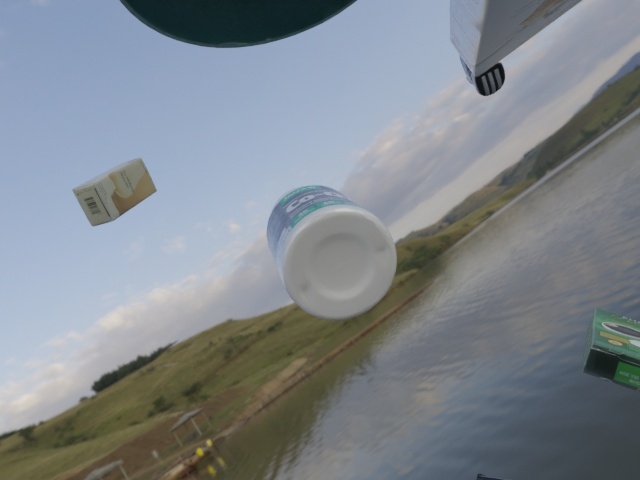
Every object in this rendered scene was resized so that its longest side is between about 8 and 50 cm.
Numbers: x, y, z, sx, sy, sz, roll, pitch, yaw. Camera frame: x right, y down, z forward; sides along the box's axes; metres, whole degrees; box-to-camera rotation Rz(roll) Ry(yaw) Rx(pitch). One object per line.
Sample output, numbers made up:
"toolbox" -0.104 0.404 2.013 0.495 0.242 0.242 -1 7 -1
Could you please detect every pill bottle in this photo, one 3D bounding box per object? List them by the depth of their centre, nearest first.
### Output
"pill bottle" 0.000 0.000 1.005 0.204 0.204 0.361 -35 18 -2

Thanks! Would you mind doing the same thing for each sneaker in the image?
"sneaker" 0.286 -0.390 0.979 0.083 0.223 0.098 -25 34 1

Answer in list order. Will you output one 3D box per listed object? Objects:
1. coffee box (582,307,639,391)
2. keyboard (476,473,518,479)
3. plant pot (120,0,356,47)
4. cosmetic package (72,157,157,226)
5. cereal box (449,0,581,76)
"coffee box" 0.388 0.137 0.619 0.184 0.113 0.040 -13 -63 -61
"keyboard" 0.251 0.551 0.832 0.202 0.033 0.317 -30 32 57
"plant pot" -0.072 -0.347 0.456 0.291 0.195 0.290 -20 -10 -4
"cosmetic package" -0.291 -0.072 0.725 0.041 0.060 0.115 -12 24 21
"cereal box" 0.163 -0.196 0.310 0.173 0.047 0.240 -34 -5 15
